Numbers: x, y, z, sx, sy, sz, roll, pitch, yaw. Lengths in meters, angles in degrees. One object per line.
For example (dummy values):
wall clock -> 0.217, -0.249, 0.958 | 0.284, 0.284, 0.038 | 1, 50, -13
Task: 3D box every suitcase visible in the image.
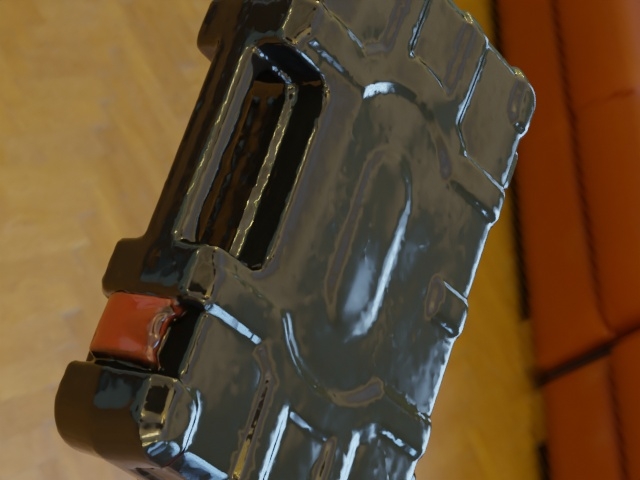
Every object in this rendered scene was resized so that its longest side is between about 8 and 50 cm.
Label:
suitcase -> 0.000, 0.000, 0.784 | 0.206, 0.066, 0.286 | 40, 62, -45
